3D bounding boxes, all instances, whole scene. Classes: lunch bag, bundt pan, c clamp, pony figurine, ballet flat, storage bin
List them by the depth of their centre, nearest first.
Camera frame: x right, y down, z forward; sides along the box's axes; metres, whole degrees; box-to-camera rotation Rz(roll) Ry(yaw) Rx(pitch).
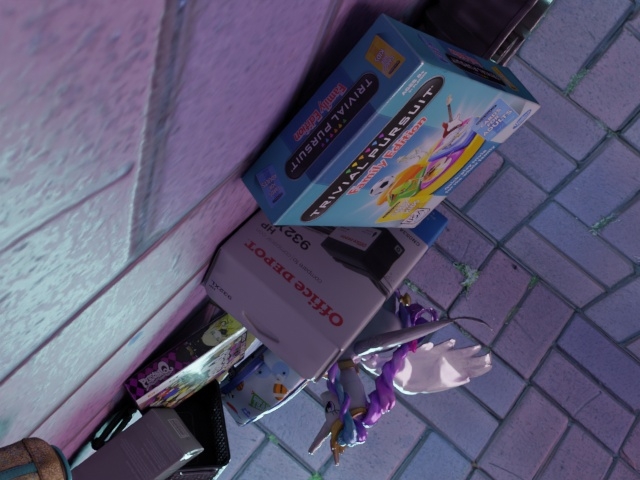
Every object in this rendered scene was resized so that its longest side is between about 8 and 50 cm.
[{"bbox_3d":[-0.384,0.335,0.880,0.348,0.123,0.123,-53,174,31],"label":"ballet flat"},{"bbox_3d":[0.232,-0.320,1.218,0.331,0.124,0.331,-49,175,-6],"label":"bundt pan"},{"bbox_3d":[0.098,0.165,1.400,0.350,0.364,0.303,-23,148,4],"label":"pony figurine"},{"bbox_3d":[-0.361,0.338,1.407,0.137,0.022,0.161,-49,173,-21],"label":"c clamp"},{"bbox_3d":[-0.244,0.347,1.490,0.122,0.180,0.084,3,143,-26],"label":"storage bin"},{"bbox_3d":[-0.076,0.237,1.610,0.303,0.115,0.243,-39,179,-28],"label":"lunch bag"}]

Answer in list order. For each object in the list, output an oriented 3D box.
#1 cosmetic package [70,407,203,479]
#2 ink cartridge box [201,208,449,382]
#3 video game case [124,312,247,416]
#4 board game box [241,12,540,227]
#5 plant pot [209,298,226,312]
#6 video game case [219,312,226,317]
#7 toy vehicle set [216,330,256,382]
[{"bbox_3d":[-0.326,0.382,1.336,0.238,0.107,0.127,-40,169,-1],"label":"cosmetic package"},{"bbox_3d":[0.012,0.020,1.218,0.307,0.223,0.129,-46,173,-36],"label":"ink cartridge box"},{"bbox_3d":[-0.218,0.214,1.357,0.210,0.042,0.232,-33,166,-18],"label":"video game case"},{"bbox_3d":[0.101,-0.125,1.014,0.254,0.079,0.336,-46,156,26],"label":"board game box"},{"bbox_3d":[-0.103,0.082,1.370,0.109,0.096,0.109,-52,173,24],"label":"plant pot"},{"bbox_3d":[-0.249,0.244,1.652,0.204,0.025,0.285,-46,172,-39],"label":"video game case"},{"bbox_3d":[-0.225,0.282,1.884,0.267,0.035,0.166,-51,-176,10],"label":"toy vehicle set"}]
